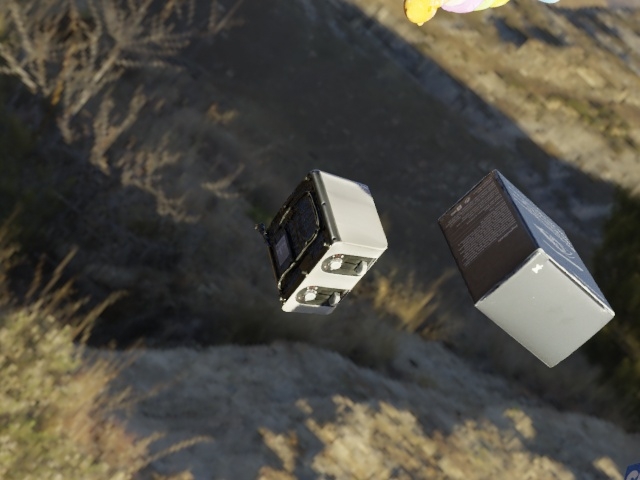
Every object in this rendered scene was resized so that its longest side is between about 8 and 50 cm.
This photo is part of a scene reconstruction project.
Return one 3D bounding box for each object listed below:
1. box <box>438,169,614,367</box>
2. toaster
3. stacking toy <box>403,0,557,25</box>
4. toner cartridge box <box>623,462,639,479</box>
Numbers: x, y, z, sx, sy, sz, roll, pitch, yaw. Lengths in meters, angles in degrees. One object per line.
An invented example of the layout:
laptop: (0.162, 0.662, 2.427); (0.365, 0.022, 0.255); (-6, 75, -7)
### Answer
box: (0.255, 0.032, 1.489); (0.153, 0.108, 0.207); (39, 19, -26)
toaster: (0.000, 0.000, 1.794); (0.110, 0.168, 0.185); (13, 42, -32)
stacking toy: (0.209, -0.377, 1.651); (0.166, 0.175, 0.302); (27, 49, 30)
toner cartridge box: (0.575, 0.421, 1.862); (0.075, 0.165, 0.348); (20, -22, -6)
